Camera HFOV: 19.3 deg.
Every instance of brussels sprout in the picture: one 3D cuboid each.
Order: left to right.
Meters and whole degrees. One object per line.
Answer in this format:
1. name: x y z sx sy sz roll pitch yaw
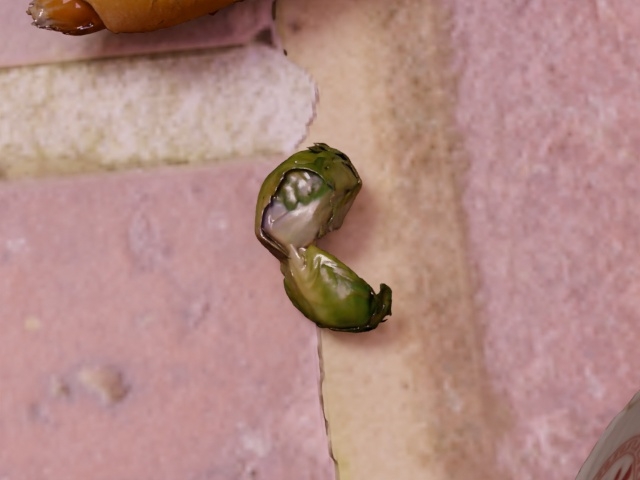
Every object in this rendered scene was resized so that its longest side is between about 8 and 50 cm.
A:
1. brussels sprout: -0.001 0.001 0.818 0.051 0.046 0.083 -16 78 3

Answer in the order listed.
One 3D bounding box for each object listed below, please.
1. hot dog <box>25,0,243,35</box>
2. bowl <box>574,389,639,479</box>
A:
1. hot dog: -0.020 -0.155 0.841 0.249 0.076 0.102 -28 41 -8
2. bowl: 0.248 0.124 0.683 0.337 0.157 0.337 -3 58 5
